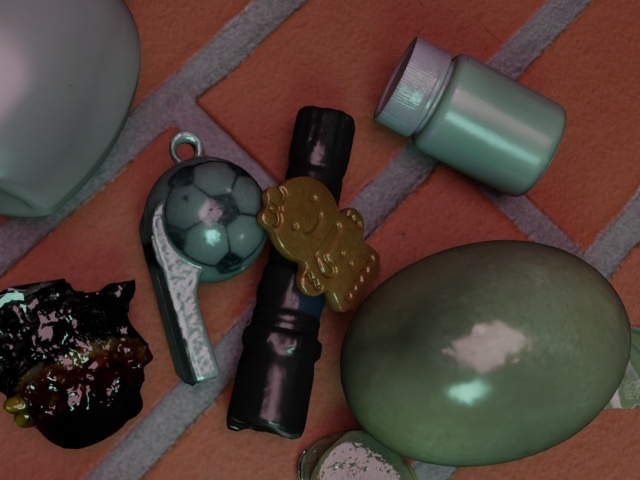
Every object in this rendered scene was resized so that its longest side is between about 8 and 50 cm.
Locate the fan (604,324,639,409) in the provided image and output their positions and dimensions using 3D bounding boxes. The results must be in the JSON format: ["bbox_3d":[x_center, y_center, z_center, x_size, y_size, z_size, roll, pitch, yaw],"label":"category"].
[{"bbox_3d":[0.394,0.165,1.247,0.240,0.009,0.131,-1,80,-14],"label":"fan"}]

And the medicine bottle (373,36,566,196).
[{"bbox_3d":[0.197,-0.163,1.206,0.225,0.139,0.139,26,72,-7],"label":"medicine bottle"}]

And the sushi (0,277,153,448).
[{"bbox_3d":[-0.271,0.145,1.013,0.172,0.153,0.150,-9,58,-35],"label":"sushi"}]

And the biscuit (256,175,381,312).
[{"bbox_3d":[0.005,-0.001,1.085,0.133,0.027,0.184,-41,109,-36],"label":"biscuit"}]

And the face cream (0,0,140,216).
[{"bbox_3d":[-0.361,-0.222,1.040,0.312,0.219,0.357,15,73,-10],"label":"face cream"}]

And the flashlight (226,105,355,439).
[{"bbox_3d":[-0.031,0.028,1.127,0.103,0.103,0.424,13,73,-10],"label":"flashlight"}]

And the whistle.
[{"bbox_3d":[-0.127,0.011,1.085,0.163,0.163,0.290,-16,93,-17],"label":"whistle"}]

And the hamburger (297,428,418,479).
[{"bbox_3d":[0.047,0.295,1.103,0.133,0.062,0.140,-33,88,-15],"label":"hamburger"}]

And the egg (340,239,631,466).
[{"bbox_3d":[0.195,0.130,1.076,0.352,0.258,0.259,-17,82,-10],"label":"egg"}]
